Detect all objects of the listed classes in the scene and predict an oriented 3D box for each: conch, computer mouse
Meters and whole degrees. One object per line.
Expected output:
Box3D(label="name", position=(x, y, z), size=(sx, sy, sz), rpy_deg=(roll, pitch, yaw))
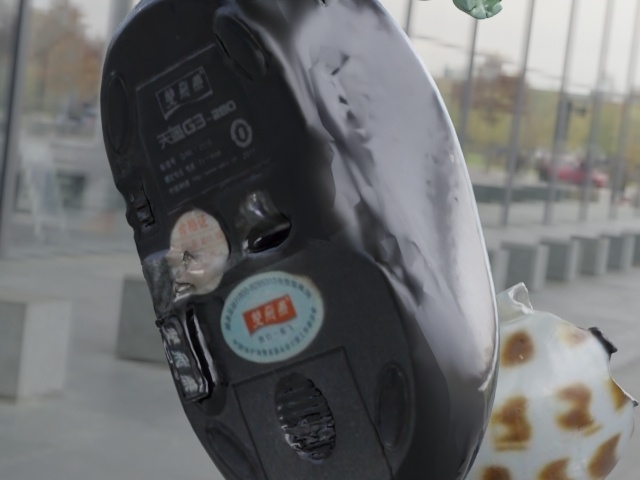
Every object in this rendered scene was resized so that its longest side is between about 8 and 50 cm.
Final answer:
Box3D(label="conch", position=(0.139, 0.163, 1.239), size=(0.182, 0.148, 0.275), rpy_deg=(33, -26, 34))
Box3D(label="computer mouse", position=(0.000, 0.000, 0.605), size=(0.137, 0.233, 0.096), rpy_deg=(-18, -2, 38))

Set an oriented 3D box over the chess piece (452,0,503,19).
Box3D(label="chess piece", position=(0.107, -0.214, 1.259), size=(0.067, 0.067, 0.103), rpy_deg=(4, 24, -32))
